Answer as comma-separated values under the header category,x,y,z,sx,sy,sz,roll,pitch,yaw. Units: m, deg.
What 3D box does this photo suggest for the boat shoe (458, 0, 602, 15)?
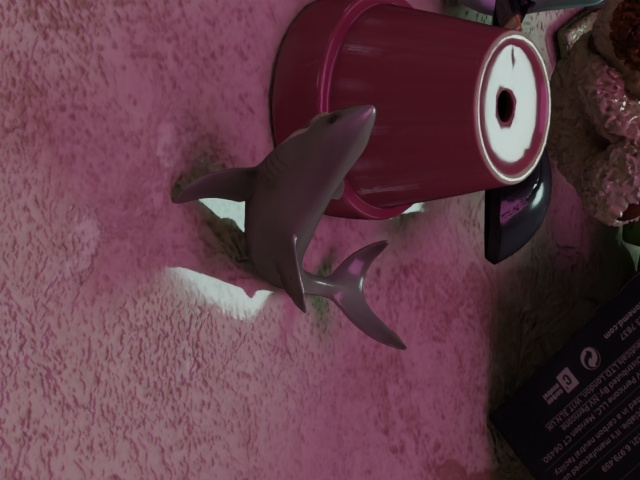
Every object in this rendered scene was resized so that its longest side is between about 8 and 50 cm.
category,x,y,z,sx,sy,sz,roll,pitch,yaw
boat shoe,0.193,-0.252,1.715,0.183,0.083,0.065,-3,95,-27

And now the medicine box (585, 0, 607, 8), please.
category,x,y,z,sx,sy,sz,roll,pitch,yaw
medicine box,0.338,-0.437,1.821,0.263,0.149,0.289,-59,135,-33

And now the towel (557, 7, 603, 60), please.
category,x,y,z,sx,sy,sz,roll,pitch,yaw
towel,0.305,-0.204,1.898,0.148,0.027,0.110,-33,118,-48

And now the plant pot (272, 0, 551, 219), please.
category,x,y,z,sx,sy,sz,roll,pitch,yaw
plant pot,0.088,-0.113,1.475,0.201,0.180,0.201,-8,100,-54

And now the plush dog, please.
category,x,y,z,sx,sy,sz,roll,pitch,yaw
plush dog,0.307,-0.170,1.678,0.262,0.210,0.225,-28,152,-55

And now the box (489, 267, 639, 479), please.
category,x,y,z,sx,sy,sz,roll,pitch,yaw
box,0.515,0.245,1.808,0.480,0.297,0.472,-8,55,-53

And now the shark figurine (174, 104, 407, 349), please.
category,x,y,z,sx,sy,sz,roll,pitch,yaw
shark figurine,-0.013,0.018,1.393,0.278,0.166,0.116,78,-8,-57

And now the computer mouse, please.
category,x,y,z,sx,sy,sz,roll,pitch,yaw
computer mouse,0.185,-0.114,1.586,0.262,0.060,0.184,-85,177,-48

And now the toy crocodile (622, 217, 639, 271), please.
category,x,y,z,sx,sy,sz,roll,pitch,yaw
toy crocodile,0.420,-0.037,1.898,0.340,0.115,0.105,114,-7,-52
